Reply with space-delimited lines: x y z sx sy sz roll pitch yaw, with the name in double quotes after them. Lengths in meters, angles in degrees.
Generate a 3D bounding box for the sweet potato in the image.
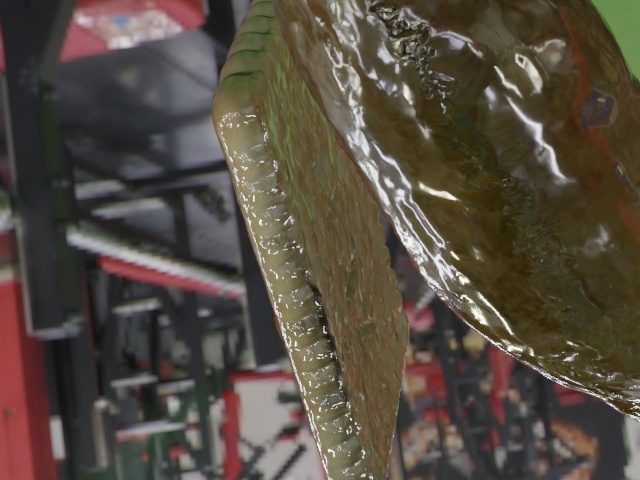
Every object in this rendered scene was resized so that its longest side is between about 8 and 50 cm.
0.059 -0.040 0.375 0.112 0.286 0.085 -25 -160 16 "sweet potato"

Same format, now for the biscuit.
0.000 0.000 0.943 0.044 0.325 0.217 -8 -147 14 "biscuit"
